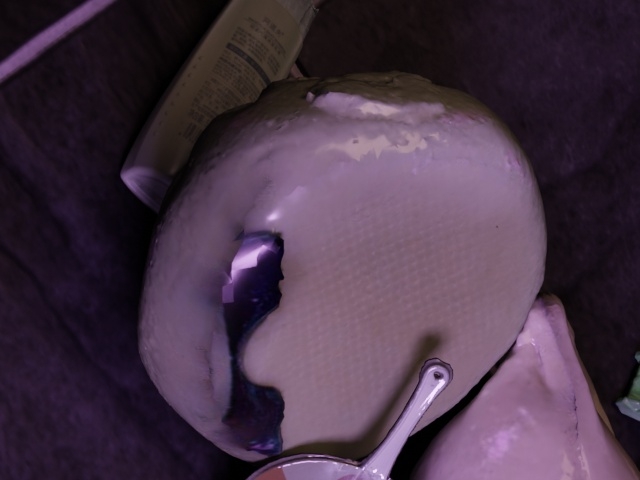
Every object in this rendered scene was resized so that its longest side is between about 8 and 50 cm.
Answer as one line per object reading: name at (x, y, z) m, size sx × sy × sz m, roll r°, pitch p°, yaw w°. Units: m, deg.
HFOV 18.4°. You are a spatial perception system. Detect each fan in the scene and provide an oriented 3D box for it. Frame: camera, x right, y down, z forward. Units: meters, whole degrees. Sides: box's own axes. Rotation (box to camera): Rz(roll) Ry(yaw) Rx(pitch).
fan at (0.024, 0.170, 1.294) m, size 0.153 × 0.226 × 0.008 m, roll 28°, pitch 19°, yaw -16°

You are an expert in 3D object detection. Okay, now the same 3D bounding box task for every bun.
bun at (0.000, 0.000, 1.319) m, size 0.293 × 0.293 × 0.187 m, roll 8°, pitch 30°, yaw -39°

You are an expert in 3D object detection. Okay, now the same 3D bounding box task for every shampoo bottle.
shampoo bottle at (-0.068, -0.107, 1.403) m, size 0.072 × 0.049 × 0.212 m, roll 42°, pitch 54°, yaw -17°

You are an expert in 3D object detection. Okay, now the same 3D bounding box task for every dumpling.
dumpling at (0.161, 0.229, 1.416) m, size 0.260 × 0.181 × 0.341 m, roll 40°, pitch 33°, yaw -56°

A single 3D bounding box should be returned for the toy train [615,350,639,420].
toy train at (0.322, 0.155, 1.635) m, size 0.149 × 0.081 × 0.099 m, roll 49°, pitch 49°, yaw -25°
